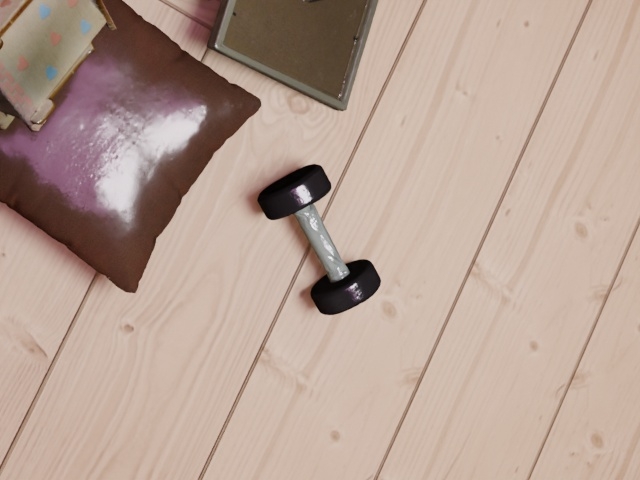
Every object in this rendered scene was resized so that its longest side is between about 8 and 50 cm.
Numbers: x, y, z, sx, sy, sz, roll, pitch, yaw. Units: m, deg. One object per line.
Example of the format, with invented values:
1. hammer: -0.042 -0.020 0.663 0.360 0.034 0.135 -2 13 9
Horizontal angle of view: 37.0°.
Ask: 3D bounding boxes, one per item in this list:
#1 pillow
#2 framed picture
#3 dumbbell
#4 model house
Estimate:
1. pillow: -0.272 -0.142 1.176 0.305 0.108 0.307 36 81 -17
2. framed picture: -0.008 -0.362 1.276 0.241 0.020 0.324 18 87 -40
3. dumbbell: 0.000 0.000 1.299 0.100 0.100 0.191 -33 104 -16
4. model house: -0.378 -0.278 1.057 0.326 0.169 0.244 21 70 22
